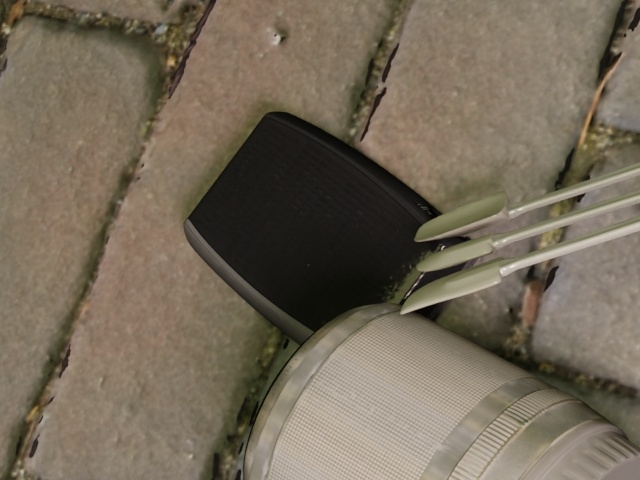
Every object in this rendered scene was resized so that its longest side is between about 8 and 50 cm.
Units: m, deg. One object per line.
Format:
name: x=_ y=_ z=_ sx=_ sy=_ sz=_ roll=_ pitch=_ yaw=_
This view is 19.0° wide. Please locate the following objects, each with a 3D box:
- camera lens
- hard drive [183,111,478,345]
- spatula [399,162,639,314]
camera lens: x=0.094 y=0.190 z=1.479 sx=0.274 sy=0.219 sz=0.219 roll=28 pitch=85 yaw=32
hard drive: x=0.000 y=0.000 z=1.694 sx=0.255 sy=0.054 sz=0.172 roll=38 pitch=90 yaw=32
spatula: x=0.181 y=-0.017 z=1.520 sx=0.242 sy=0.168 sz=0.019 roll=-20 pitch=107 yaw=18
